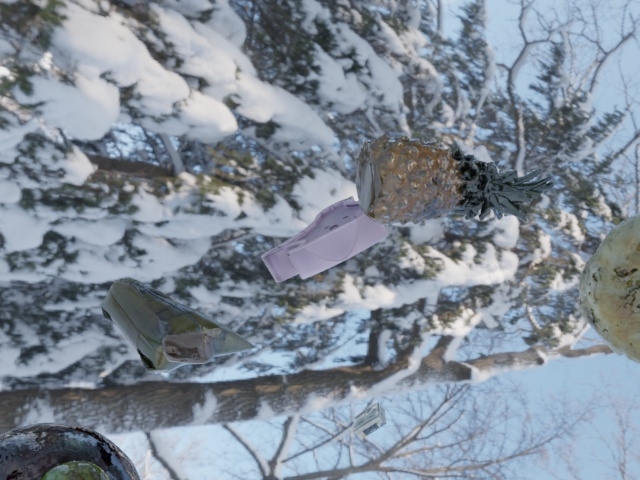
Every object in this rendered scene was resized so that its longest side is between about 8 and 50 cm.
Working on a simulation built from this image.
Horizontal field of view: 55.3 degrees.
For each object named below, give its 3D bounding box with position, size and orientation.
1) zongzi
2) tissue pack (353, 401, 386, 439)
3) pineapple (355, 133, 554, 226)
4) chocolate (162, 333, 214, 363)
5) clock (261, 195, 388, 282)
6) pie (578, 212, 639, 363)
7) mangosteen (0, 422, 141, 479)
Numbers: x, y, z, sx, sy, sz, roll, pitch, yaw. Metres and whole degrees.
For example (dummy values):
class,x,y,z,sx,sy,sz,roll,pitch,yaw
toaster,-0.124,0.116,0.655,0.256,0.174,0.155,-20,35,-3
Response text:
class,x,y,z,sx,sy,sz,roll,pitch,yaw
zongzi,-0.327,0.185,1.424,0.260,0.289,0.123,37,-69,31
tissue pack,0.125,0.458,1.552,0.083,0.042,0.062,-36,-162,14
pineapple,0.238,-0.103,1.080,0.169,0.340,0.169,180,-90,-78
chocolate,-0.250,0.204,1.130,0.031,0.100,0.065,-68,154,-61
clock,0.000,0.000,1.485,0.080,0.290,0.275,62,1,-14
pie,0.593,0.090,1.001,0.339,0.077,0.339,16,-58,26
mangosteen,-0.401,0.432,0.893,0.359,0.306,0.306,0,-98,54
